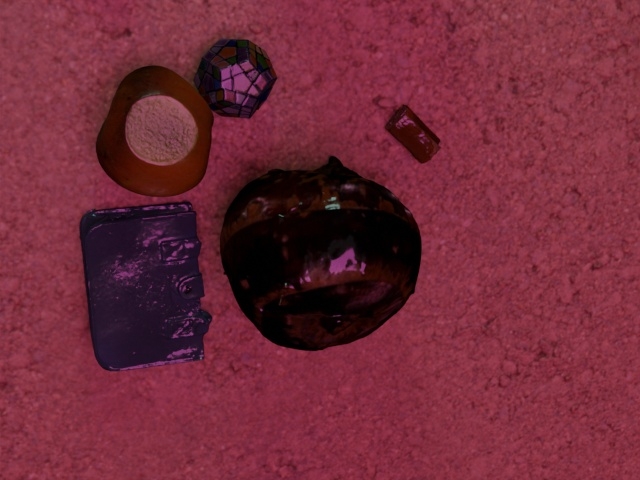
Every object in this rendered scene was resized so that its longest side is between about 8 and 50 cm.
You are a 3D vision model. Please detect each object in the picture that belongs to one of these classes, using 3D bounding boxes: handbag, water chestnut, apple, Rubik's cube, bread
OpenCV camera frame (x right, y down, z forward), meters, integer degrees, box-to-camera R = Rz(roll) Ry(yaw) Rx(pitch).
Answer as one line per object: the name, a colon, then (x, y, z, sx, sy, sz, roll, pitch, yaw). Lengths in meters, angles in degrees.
handbag: (-0.242, 0.066, 1.444, 0.179, 0.062, 0.229, -5, 110, -15)
water chestnut: (0.000, 0.000, 1.408, 0.299, 0.300, 0.300, -5, 110, -15)
apple: (-0.210, -0.137, 1.338, 0.147, 0.146, 0.163, 21, 86, -14)
Rubik's cube: (-0.114, -0.216, 1.369, 0.111, 0.111, 0.093, 12, 79, -20)
bread: (0.137, -0.154, 1.497, 0.083, 0.036, 0.047, 41, 96, -22)
